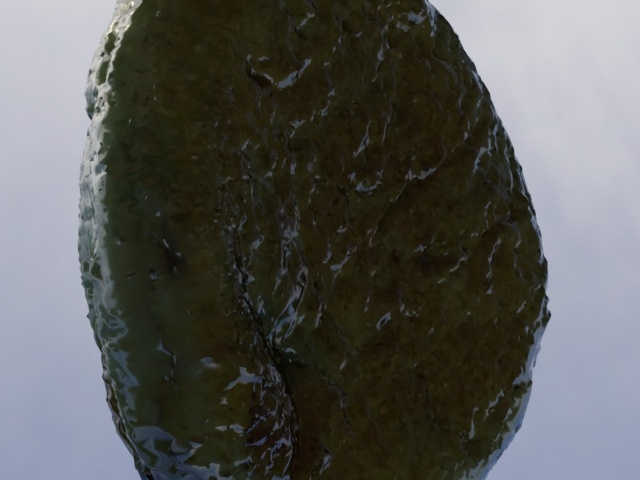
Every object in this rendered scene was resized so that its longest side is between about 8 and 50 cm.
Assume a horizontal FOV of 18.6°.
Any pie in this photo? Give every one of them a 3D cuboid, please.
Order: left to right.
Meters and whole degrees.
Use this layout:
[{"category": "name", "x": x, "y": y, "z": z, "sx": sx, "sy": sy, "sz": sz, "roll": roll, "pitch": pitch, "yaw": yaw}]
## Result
[{"category": "pie", "x": 0.000, "y": 0.000, "z": 0.832, "sx": 0.277, "sy": 0.079, "sz": 0.277, "roll": 13, "pitch": -106, "yaw": -51}]
